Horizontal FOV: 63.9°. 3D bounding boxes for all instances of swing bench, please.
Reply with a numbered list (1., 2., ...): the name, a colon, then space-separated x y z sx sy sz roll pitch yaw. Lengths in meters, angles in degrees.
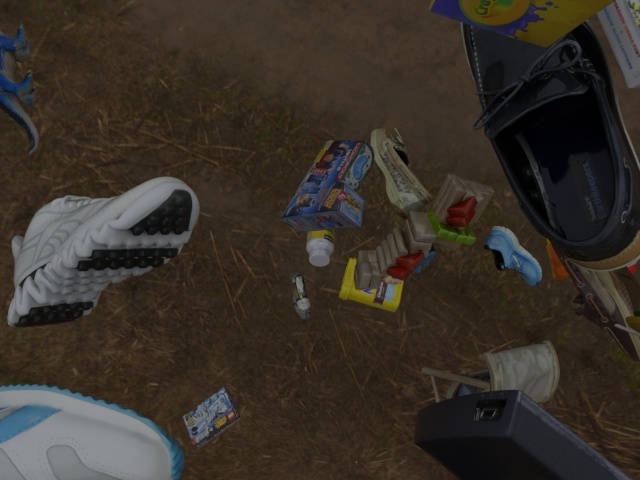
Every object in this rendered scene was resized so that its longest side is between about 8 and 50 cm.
1. swing bench: 0.451 0.375 1.339 0.253 0.254 0.165 -1 70 -32

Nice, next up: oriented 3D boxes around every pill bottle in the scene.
1. pill bottle: 0.000 0.000 1.188 0.065 0.065 0.116 0 53 4

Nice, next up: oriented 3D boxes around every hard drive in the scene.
1. hard drive: 0.216 0.258 0.607 0.172 0.255 0.054 39 64 4

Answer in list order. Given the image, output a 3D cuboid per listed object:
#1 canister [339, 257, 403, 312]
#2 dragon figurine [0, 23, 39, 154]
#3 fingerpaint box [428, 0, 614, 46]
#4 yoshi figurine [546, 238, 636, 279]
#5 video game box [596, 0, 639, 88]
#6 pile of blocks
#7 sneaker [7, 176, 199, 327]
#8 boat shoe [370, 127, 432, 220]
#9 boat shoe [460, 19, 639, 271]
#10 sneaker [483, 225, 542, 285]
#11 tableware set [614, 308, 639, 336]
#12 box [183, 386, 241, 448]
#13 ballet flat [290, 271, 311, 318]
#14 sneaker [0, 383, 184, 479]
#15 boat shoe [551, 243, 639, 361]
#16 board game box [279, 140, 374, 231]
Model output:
1. canister: 0.151 0.132 1.504 0.169 0.073 0.126 16 58 0
2. dragon figurine: -0.530 -0.260 0.802 0.144 0.085 0.289 -11 89 -22
3. fingerpaint box: 0.259 -0.414 0.381 0.163 0.445 0.371 15 90 -4
4. yoshi figurine: 0.757 -0.016 1.275 0.362 0.203 0.204 -11 59 26
5. video game box: 0.458 -0.302 0.686 0.205 0.048 0.187 -12 76 -25
6. pile of blocks: 0.219 0.021 1.083 0.362 0.149 0.113 -42 29 25
7. sneaker: -0.246 -0.004 0.541 0.292 0.110 0.118 -27 72 29
8. boat shoe: 0.195 -0.176 1.241 0.089 0.104 0.285 -33 51 25
9. boat shoe: 0.324 -0.196 0.745 0.186 0.156 0.500 -28 68 38
10. sneaker: 0.408 0.045 1.107 0.162 0.063 0.073 45 79 -11
11. tableware set: 0.347 0.080 0.465 0.104 0.154 0.024 24 78 16
12. box: -0.286 0.466 1.347 0.137 0.027 0.094 -35 53 0
13. ballet flat: -0.046 0.129 1.201 0.041 0.041 0.114 -14 86 -2
14. sneaker: -0.192 0.133 0.281 0.228 0.087 0.092 2 53 -3
15. boat shoe: 0.603 0.120 1.102 0.342 0.123 0.123 55 47 -15
16. board game box: 0.031 -0.096 0.982 0.194 0.060 0.194 -59 31 -6
